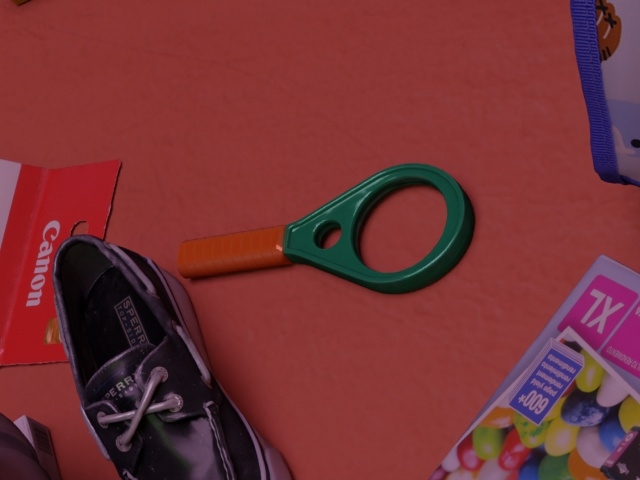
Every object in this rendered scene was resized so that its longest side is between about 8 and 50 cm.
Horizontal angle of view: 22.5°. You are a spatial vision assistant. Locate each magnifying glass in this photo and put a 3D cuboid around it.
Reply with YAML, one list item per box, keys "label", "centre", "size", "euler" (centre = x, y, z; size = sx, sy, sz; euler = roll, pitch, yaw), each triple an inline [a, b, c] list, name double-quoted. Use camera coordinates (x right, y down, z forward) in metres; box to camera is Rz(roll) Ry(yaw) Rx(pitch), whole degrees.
- label: "magnifying glass"
  centre: [0.000, 0.000, 1.128]
  size: [0.231, 0.026, 0.092]
  euler: [-7, 61, 27]

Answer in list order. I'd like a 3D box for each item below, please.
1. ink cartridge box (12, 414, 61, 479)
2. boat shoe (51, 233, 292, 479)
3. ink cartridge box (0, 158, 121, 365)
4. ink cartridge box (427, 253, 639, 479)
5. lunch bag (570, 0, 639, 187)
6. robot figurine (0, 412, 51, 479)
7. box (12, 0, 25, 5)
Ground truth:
- label: "ink cartridge box"
  centre: [-0.245, 0.185, 1.174]
  size: [0.115, 0.029, 0.063]
  euler: [-34, 51, 14]
- label: "boat shoe"
  centre: [-0.111, 0.111, 1.080]
  size: [0.108, 0.102, 0.301]
  euler: [-35, 50, 11]
- label: "ink cartridge box"
  centre: [-0.279, 0.014, 1.279]
  size: [0.224, 0.056, 0.181]
  euler: [-8, 61, 31]
- label: "ink cartridge box"
  centre: [0.135, 0.171, 0.896]
  size: [0.311, 0.065, 0.186]
  euler: [-54, 38, -2]
- label: "lunch bag"
  centre: [0.308, -0.190, 0.842]
  size: [0.327, 0.239, 0.386]
  euler: [9, 112, 27]
- label: "robot figurine"
  centre: [-0.239, 0.236, 1.011]
  size: [0.353, 0.199, 0.300]
  euler: [54, 136, 34]
- label: "box"
  centre: [-0.269, -0.299, 1.447]
  size: [0.054, 0.059, 0.169]
  euler: [-21, 54, 24]
